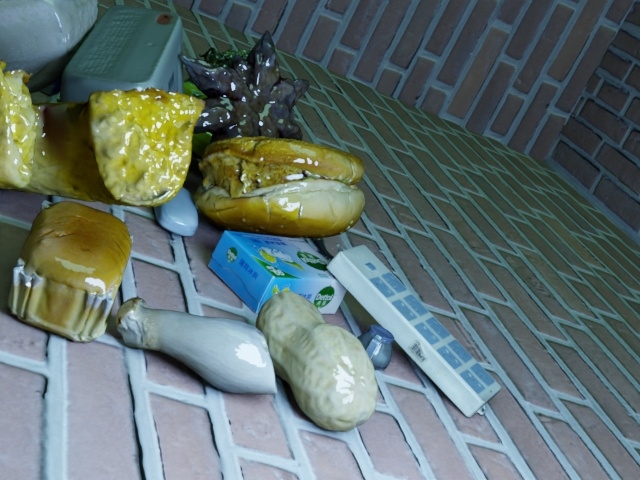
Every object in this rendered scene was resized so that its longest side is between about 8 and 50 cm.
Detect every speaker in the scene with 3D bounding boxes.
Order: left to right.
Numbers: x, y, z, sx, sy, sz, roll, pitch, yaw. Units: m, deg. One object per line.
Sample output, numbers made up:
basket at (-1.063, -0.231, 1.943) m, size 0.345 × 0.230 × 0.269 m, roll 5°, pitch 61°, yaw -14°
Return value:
speaker at (-0.350, -0.274, 1.944) m, size 0.183 × 0.184 × 0.406 m, roll 7°, pitch 30°, yaw -1°

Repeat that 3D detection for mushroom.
mushroom at (-0.156, 0.138, 1.390) m, size 0.225 × 0.093 × 0.116 m, roll 14°, pitch 1°, yaw -11°

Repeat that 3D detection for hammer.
hammer at (0.000, 0.000, 2.103) m, size 0.078 × 0.021 × 0.201 m, roll 19°, pitch 20°, yaw -24°

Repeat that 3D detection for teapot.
teapot at (0.083, 0.167, 1.687) m, size 0.066 × 0.057 × 0.088 m, roll 29°, pitch 17°, yaw 9°

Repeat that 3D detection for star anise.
star anise at (-0.141, -0.263, 2.061) m, size 0.315 × 0.315 × 0.108 m, roll 13°, pitch -6°, yaw -37°

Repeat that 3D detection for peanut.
peanut at (-0.009, 0.155, 1.481) m, size 0.123 × 0.124 × 0.257 m, roll 12°, pitch 25°, yaw -39°

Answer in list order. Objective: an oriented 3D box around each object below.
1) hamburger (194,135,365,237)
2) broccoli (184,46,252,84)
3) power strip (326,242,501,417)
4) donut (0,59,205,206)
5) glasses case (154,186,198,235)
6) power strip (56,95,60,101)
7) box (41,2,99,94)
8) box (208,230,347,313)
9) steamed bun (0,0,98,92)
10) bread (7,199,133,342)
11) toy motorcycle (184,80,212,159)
hamburger at (-0.069, -0.088, 1.910) m, size 0.289 × 0.170 × 0.314 m, roll 4°, pitch 0°, yaw 24°
broccoli at (-0.237, -0.305, 2.421) m, size 0.245 × 0.248 × 0.288 m, roll -6°, pitch 3°, yaw 41°
power strip at (0.147, 0.136, 1.751) m, size 0.367 × 0.043 × 0.106 m, roll 46°, pitch 23°, yaw 13°
donut at (-0.402, -0.137, 1.513) m, size 0.435 × 0.164 × 0.377 m, roll 4°, pitch -1°, yaw -40°
glasses case at (-0.251, -0.057, 1.859) m, size 0.067 × 0.045 × 0.178 m, roll 21°, pitch 18°, yaw -20°
power strip at (-0.469, -0.281, 2.209) m, size 0.047 × 0.030 × 0.191 m, roll 36°, pitch 19°, yaw 28°
box at (-0.630, -0.454, 2.184) m, size 0.299 × 0.200 × 0.106 m, roll 27°, pitch 18°, yaw -2°
box at (-0.066, 0.054, 1.765) m, size 0.194 × 0.073 × 0.139 m, roll 6°, pitch 27°, yaw -50°
steamed bun at (-0.603, -0.378, 1.950) m, size 0.383 × 0.236 × 0.247 m, roll 8°, pitch 29°, yaw 7°
bread at (-0.323, 0.030, 1.409) m, size 0.136 × 0.107 × 0.241 m, roll 20°, pitch 18°, yaw -12°
toy motorcycle at (-0.185, -0.198, 2.203) m, size 0.342 × 0.142 × 0.206 m, roll 30°, pitch 18°, yaw 5°
